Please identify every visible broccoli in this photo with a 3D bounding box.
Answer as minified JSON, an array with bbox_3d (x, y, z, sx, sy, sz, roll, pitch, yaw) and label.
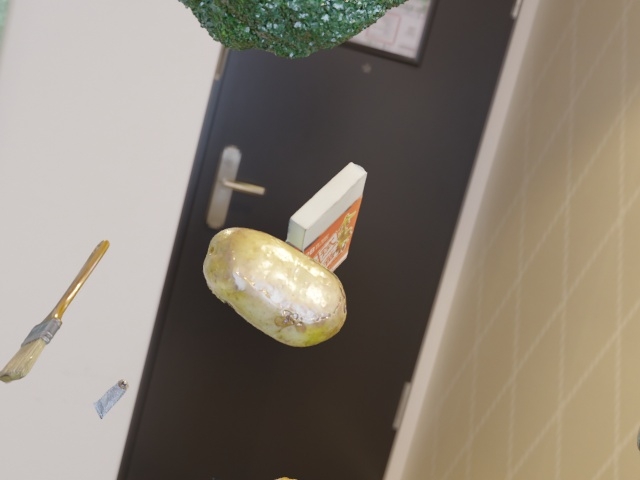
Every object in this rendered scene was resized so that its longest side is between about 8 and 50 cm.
[{"bbox_3d":[-0.014,-0.305,0.897,0.294,0.246,0.265,-9,-9,0],"label":"broccoli"}]

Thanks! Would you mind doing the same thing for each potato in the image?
[{"bbox_3d":[-0.049,0.052,0.992,0.170,0.080,0.107,31,40,-13],"label":"potato"}]

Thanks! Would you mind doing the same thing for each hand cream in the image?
[{"bbox_3d":[-0.329,0.248,1.436,0.019,0.093,0.030,-12,64,-50],"label":"hand cream"}]

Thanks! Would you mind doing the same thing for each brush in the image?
[{"bbox_3d":[-0.235,0.059,0.823,0.043,0.170,0.014,-21,-58,42],"label":"brush"}]

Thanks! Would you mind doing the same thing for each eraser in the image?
[{"bbox_3d":[0.000,0.000,1.443,0.038,0.230,0.157,35,56,17],"label":"eraser"}]

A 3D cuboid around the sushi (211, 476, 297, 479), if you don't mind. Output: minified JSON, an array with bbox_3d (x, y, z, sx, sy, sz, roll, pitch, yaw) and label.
[{"bbox_3d":[-0.021,0.249,0.842,0.139,0.031,0.201,17,-26,10],"label":"sushi"}]

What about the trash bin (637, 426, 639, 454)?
[{"bbox_3d":[0.549,0.357,1.190,0.121,0.243,0.247,-29,19,-1],"label":"trash bin"}]
